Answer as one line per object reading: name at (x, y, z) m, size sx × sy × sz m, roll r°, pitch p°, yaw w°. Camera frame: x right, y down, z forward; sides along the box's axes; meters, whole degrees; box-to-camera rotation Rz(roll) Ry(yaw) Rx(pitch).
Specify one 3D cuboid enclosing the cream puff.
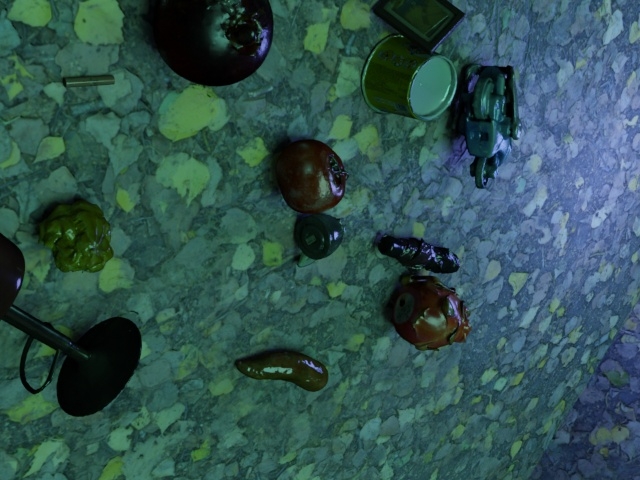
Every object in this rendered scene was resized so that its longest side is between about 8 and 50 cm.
cream puff at (-0.458, -0.002, 1.473) m, size 0.121 × 0.156 × 0.156 m, roll -47°, pitch 136°, yaw 6°

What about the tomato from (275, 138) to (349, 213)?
tomato at (-0.022, -0.150, 1.760) m, size 0.187 × 0.152 × 0.187 m, roll 35°, pitch 46°, yaw -48°

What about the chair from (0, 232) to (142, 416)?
chair at (-0.548, 0.152, 1.425) m, size 0.226 × 0.226 × 0.401 m, roll -49°, pitch 134°, yaw -8°

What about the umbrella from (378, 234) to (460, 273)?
umbrella at (0.283, 0.039, 2.160) m, size 0.326 × 0.090 × 0.094 m, roll 17°, pitch 123°, yaw -44°

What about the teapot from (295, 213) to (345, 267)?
teapot at (0.008, 0.001, 1.895) m, size 0.108 × 0.111 × 0.149 m, roll -21°, pitch 121°, yaw -48°

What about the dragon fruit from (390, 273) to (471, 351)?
dragon fruit at (0.322, 0.214, 2.209) m, size 0.227 × 0.224 × 0.224 m, roll 16°, pitch 102°, yaw -39°

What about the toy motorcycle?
toy motorcycle at (0.476, -0.316, 2.061) m, size 0.241 × 0.182 × 0.319 m, roll -25°, pitch 126°, yaw -28°

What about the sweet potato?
sweet potato at (-0.089, 0.336, 2.014) m, size 0.292 × 0.097 × 0.097 m, roll 21°, pitch 99°, yaw -37°

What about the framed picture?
framed picture at (0.229, -0.523, 1.757) m, size 0.128 × 0.168 × 0.023 m, roll -47°, pitch 169°, yaw -11°

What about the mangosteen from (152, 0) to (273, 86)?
mangosteen at (-0.178, -0.395, 1.405) m, size 0.236 × 0.261 × 0.235 m, roll -18°, pitch 122°, yaw -31°

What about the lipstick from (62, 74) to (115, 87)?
lipstick at (-0.430, -0.296, 1.417) m, size 0.094 × 0.019 × 0.018 m, roll -13°, pitch 121°, yaw -35°

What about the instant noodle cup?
instant noodle cup at (0.218, -0.381, 1.829) m, size 0.205 × 0.153 × 0.204 m, roll -19°, pitch 124°, yaw -30°
